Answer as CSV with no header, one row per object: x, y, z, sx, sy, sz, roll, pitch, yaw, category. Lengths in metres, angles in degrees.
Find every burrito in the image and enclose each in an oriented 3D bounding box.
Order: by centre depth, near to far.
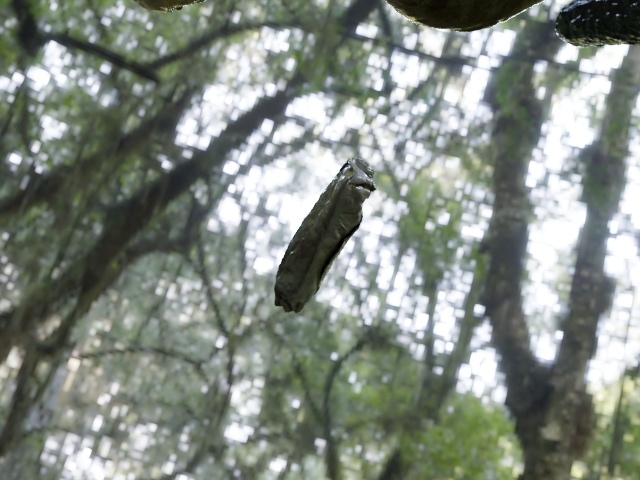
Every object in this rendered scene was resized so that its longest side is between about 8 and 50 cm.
0.002,0.001,1.431,0.045,0.058,0.188,20,-64,-31,burrito

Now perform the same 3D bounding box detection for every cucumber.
0.297,-0.198,1.215,0.067,0.067,0.293,35,-10,-28,cucumber

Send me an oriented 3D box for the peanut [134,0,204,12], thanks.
-0.118,-0.338,1.534,0.229,0.098,0.103,-43,-47,7,peanut

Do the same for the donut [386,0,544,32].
0.198,-0.409,1.594,0.360,0.170,0.360,-17,-37,-13,donut
